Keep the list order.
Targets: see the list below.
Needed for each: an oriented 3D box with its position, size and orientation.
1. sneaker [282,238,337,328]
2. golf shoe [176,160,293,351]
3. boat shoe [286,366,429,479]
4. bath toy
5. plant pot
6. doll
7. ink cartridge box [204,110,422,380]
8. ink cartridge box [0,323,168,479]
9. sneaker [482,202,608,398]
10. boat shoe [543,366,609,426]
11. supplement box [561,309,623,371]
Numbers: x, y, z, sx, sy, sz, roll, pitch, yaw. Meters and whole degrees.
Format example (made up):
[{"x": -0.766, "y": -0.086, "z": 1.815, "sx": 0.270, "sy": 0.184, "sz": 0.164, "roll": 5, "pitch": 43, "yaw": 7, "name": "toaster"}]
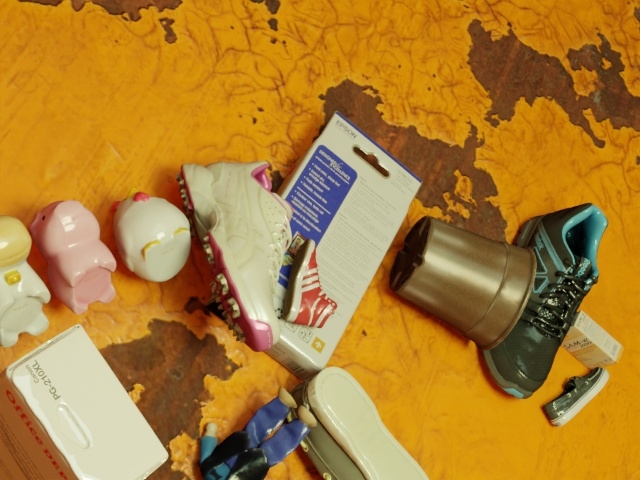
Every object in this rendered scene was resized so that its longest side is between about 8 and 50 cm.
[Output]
[{"x": -0.007, "y": 0.060, "z": 1.481, "sx": 0.067, "sy": 0.042, "sz": 0.118, "roll": 20, "pitch": 68, "yaw": -18, "name": "sneaker"}, {"x": -0.087, "y": 0.003, "z": 1.417, "sx": 0.140, "sy": 0.115, "sz": 0.306, "roll": -14, "pitch": 53, "yaw": -13, "name": "golf shoe"}, {"x": 0.061, "y": 0.311, "z": 1.464, "sx": 0.109, "sy": 0.091, "sz": 0.305, "roll": -32, "pitch": 89, "yaw": -49, "name": "boat shoe"}, {"x": -0.320, "y": 0.015, "z": 1.338, "sx": 0.348, "sy": 0.151, "sz": 0.129, "roll": -20, "pitch": 46, "yaw": -36, "name": "bath toy"}, {"x": 0.201, "y": 0.052, "z": 1.624, "sx": 0.165, "sy": 0.167, "sz": 0.167, "roll": 25, "pitch": 58, "yaw": -13, "name": "plant pot"}, {"x": -0.098, "y": 0.268, "z": 1.388, "sx": 0.189, "sy": 0.046, "sz": 0.129, "roll": -42, "pitch": 64, "yaw": -17, "name": "doll"}, {"x": 0.000, "y": 0.000, "z": 1.574, "sx": 0.175, "sy": 0.069, "sz": 0.371, "roll": 38, "pitch": 57, "yaw": -12, "name": "ink cartridge box"}, {"x": -0.286, "y": 0.212, "z": 1.197, "sx": 0.100, "sy": 0.237, "sz": 0.172, "roll": -35, "pitch": 90, "yaw": -37, "name": "ink cartridge box"}, {"x": 0.345, "y": 0.080, "z": 1.707, "sx": 0.125, "sy": 0.139, "sz": 0.341, "roll": 32, "pitch": 58, "yaw": -19, "name": "sneaker"}, {"x": 0.400, "y": 0.235, "z": 1.732, "sx": 0.142, "sy": 0.049, "sz": 0.040, "roll": -37, "pitch": 89, "yaw": -34, "name": "boat shoe"}, {"x": 0.424, "y": 0.161, "z": 1.770, "sx": 0.098, "sy": 0.062, "sz": 0.036, "roll": 40, "pitch": 56, "yaw": -11, "name": "supplement box"}]
